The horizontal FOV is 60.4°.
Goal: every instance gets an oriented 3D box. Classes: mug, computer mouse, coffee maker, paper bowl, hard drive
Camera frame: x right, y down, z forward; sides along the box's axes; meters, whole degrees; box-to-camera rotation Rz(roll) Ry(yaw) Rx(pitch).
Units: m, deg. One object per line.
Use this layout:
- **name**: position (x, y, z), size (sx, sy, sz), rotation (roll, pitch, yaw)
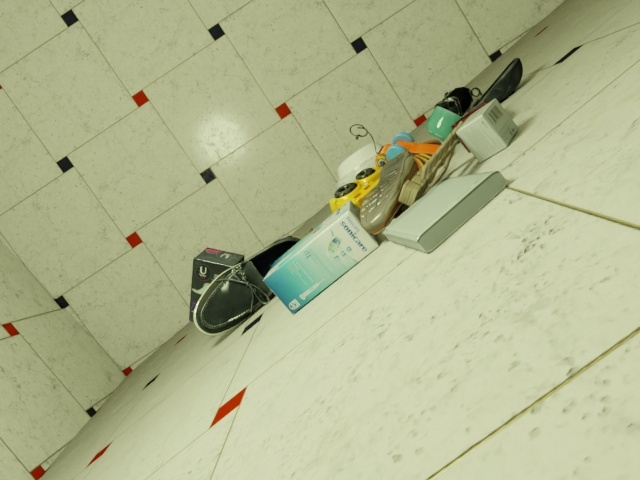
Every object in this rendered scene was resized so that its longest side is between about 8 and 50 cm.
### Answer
- **mug**: position (0.425, -0.381, 1.850), size (0.097, 0.130, 0.158), rotation (-64, -5, 14)
- **computer mouse**: position (0.629, -0.521, 1.952), size (0.272, 0.072, 0.188), rotation (-51, 0, 42)
- **coffee maker**: position (0.610, -0.620, 2.456), size (0.171, 0.120, 0.178), rotation (-35, 9, 39)
- **paper bowl**: position (0.183, -0.283, 2.192), size (0.284, 0.148, 0.284), rotation (-35, -3, -2)
- **hard drive**: position (0.247, -0.063, 1.164), size (0.203, 0.040, 0.307), rotation (-41, 6, -2)

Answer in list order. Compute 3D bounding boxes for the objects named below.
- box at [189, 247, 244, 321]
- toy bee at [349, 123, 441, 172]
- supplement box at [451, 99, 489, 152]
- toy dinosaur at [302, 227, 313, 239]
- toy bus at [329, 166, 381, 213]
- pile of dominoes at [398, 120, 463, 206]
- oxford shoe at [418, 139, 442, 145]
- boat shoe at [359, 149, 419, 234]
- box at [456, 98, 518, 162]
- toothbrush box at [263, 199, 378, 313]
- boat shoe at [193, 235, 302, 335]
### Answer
- **box**: position (-0.403, 0.184, 2.142), size (0.143, 0.165, 0.270), rotation (-58, -22, -69)
- **toy bee**: position (0.250, -0.273, 1.792), size (0.195, 0.298, 0.162), rotation (-38, -32, -31)
- **supplement box**: position (0.466, -0.344, 1.640), size (0.130, 0.073, 0.239), rotation (-38, 8, 19)
- **toy dinosaur**: position (0.000, 0.000, 1.999), size (0.064, 0.112, 0.211), rotation (-53, 7, 21)
- **toy bus**: position (0.172, -0.128, 1.653), size (0.220, 0.149, 0.211), rotation (-41, 19, -26)
- **pile of dominoes**: position (0.277, -0.187, 1.384), size (0.251, 0.040, 0.196), rotation (-49, -20, -35)
- **oxford shoe**: position (0.307, -0.235, 1.868), size (0.271, 0.097, 0.098), rotation (-38, 33, 16)
- **boat shoe**: position (0.205, -0.116, 1.451), size (0.123, 0.116, 0.324), rotation (-24, 24, 42)
- **box**: position (0.405, -0.266, 1.335), size (0.087, 0.102, 0.101), rotation (-31, 12, 49)
- **toothbrush box**: position (0.006, 0.038, 1.503), size (0.296, 0.126, 0.216), rotation (-38, 7, 11)
- **boat shoe**: position (-0.242, 0.148, 1.960), size (0.500, 0.186, 0.156), rotation (-37, -1, -14)
